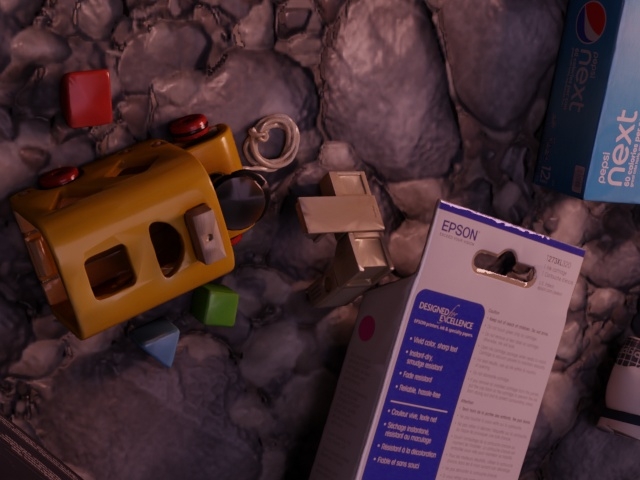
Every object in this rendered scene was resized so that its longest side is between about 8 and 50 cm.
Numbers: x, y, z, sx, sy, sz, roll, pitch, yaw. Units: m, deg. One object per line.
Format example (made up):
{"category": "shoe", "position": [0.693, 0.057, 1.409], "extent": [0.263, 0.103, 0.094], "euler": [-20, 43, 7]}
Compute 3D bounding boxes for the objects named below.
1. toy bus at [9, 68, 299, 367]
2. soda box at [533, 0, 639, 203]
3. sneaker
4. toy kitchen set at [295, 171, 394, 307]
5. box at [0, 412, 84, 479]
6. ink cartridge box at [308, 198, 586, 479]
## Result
{"category": "toy bus", "position": [-0.101, -0.013, 0.807], "extent": [0.191, 0.104, 0.202], "euler": [23, 92, -33]}
{"category": "soda box", "position": [0.243, -0.139, 0.992], "extent": [0.071, 0.067, 0.210], "euler": [3, 103, -31]}
{"category": "sneaker", "position": [0.367, 0.156, 1.145], "extent": [0.235, 0.090, 0.095], "euler": [15, 83, -35]}
{"category": "toy kitchen set", "position": [0.000, 0.000, 0.914], "extent": [0.068, 0.075, 0.083], "euler": [-2, 66, -33]}
{"category": "box", "position": [-0.237, 0.189, 0.665], "extent": [0.179, 0.312, 0.343], "euler": [-48, 121, -10]}
{"category": "ink cartridge box", "position": [0.087, 0.160, 0.961], "extent": [0.176, 0.069, 0.371], "euler": [16, 93, -36]}
